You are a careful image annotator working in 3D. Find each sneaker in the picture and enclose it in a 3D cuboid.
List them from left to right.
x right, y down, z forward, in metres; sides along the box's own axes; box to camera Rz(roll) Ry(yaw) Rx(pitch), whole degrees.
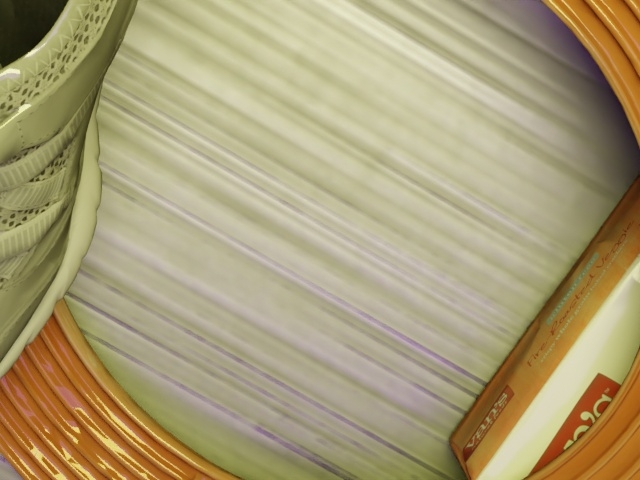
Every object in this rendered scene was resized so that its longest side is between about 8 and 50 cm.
[{"bbox_3d":[-0.117,-0.048,0.538,0.105,0.115,0.281,28,119,7],"label":"sneaker"}]

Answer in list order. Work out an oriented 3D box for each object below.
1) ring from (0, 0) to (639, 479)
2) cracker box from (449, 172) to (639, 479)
[{"bbox_3d":[0.000,0.000,0.602,0.336,0.032,0.336,8,114,17],"label":"ring"},{"bbox_3d":[0.186,0.082,0.679,0.232,0.067,0.155,34,96,-8],"label":"cracker box"}]
